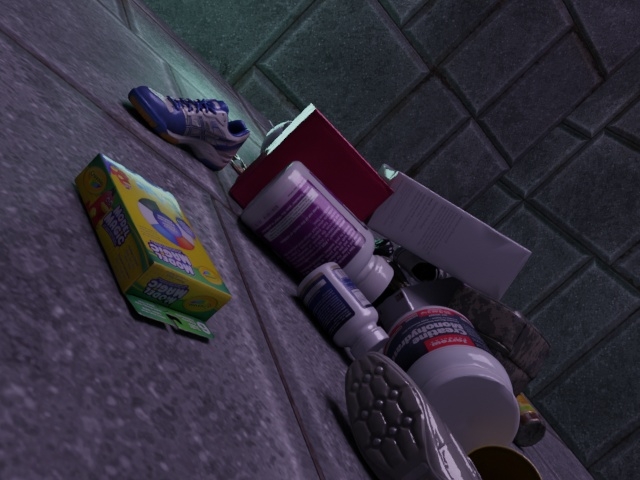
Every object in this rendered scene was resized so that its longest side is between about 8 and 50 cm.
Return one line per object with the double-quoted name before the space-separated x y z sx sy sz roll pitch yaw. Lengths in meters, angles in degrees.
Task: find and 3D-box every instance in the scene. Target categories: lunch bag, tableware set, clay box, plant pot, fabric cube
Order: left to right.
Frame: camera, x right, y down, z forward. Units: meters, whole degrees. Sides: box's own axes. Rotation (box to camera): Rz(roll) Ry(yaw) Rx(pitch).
"clay box" -0.185 0.007 0.695 0.222 0.053 0.127 52 10 35
"tableware set" -0.197 -0.191 1.645 0.168 0.020 0.141 35 14 -52
"fabric cube" -0.022 -0.130 1.422 0.254 0.258 0.259 46 9 -12
"lunch bag" 0.387 0.285 1.499 0.212 0.256 0.305 26 -9 39
"plant pot" 0.255 0.381 0.910 0.134 0.134 0.095 51 -15 27

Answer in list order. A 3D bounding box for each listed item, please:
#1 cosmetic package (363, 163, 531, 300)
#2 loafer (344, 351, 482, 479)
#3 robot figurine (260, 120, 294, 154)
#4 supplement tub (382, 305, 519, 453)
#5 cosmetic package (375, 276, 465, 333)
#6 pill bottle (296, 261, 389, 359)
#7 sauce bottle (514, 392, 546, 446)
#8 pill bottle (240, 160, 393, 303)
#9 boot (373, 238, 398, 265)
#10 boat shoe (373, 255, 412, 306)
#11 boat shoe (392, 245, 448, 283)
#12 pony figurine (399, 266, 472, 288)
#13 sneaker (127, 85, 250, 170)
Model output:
"cosmetic package" 0.297 -0.023 1.532 0.384 0.156 0.217 28 9 -10
"loafer" 0.131 0.287 0.781 0.111 0.112 0.319 42 16 -56
"robot figurine" -0.056 -0.231 1.906 0.353 0.199 0.300 52 -18 31
"supplement tub" 0.220 0.245 1.083 0.191 0.191 0.272 44 8 -13
"cosmetic package" 0.265 0.163 1.568 0.231 0.117 0.086 -10 65 -39
"pill bottle" 0.042 0.128 1.088 0.169 0.094 0.094 50 9 22
"sauce bottle" 0.566 0.486 1.930 0.111 0.111 0.344 41 8 -31
"pill bottle" 0.000 0.000 1.232 0.301 0.169 0.169 45 9 -10
"boot" 0.166 0.099 1.839 0.246 0.094 0.207 3 -60 60
"boat shoe" 0.226 0.191 1.685 0.324 0.123 0.116 44 39 2
"boat shoe" 0.300 0.083 1.731 0.267 0.096 0.088 35 17 -52
"pony figurine" 0.402 0.234 1.925 0.363 0.302 0.351 -89 166 -83
"sneaker" -0.264 -0.259 1.276 0.112 0.131 0.296 53 12 29
